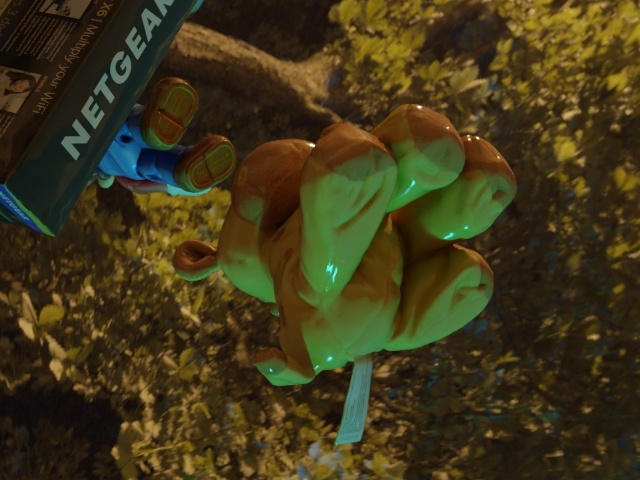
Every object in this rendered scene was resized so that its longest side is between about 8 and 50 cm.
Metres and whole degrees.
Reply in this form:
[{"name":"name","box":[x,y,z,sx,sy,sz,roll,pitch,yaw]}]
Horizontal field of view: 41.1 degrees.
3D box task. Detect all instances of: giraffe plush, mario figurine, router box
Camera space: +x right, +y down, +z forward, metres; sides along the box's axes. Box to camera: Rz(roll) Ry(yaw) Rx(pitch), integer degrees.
[{"name":"giraffe plush","box":[0.000,0.000,0.571,0.181,0.170,0.210,18,-81,-41]},{"name":"mario figurine","box":[-0.236,-0.147,1.047,0.170,0.320,0.198,-15,-73,-45]},{"name":"router box","box":[-0.265,-0.175,0.744,0.243,0.081,0.309,15,-114,23]}]

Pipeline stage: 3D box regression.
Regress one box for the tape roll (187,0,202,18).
[{"name":"tape roll","box":[-0.212,-0.341,0.936,0.072,0.219,0.219,-28,-97,-33]}]
